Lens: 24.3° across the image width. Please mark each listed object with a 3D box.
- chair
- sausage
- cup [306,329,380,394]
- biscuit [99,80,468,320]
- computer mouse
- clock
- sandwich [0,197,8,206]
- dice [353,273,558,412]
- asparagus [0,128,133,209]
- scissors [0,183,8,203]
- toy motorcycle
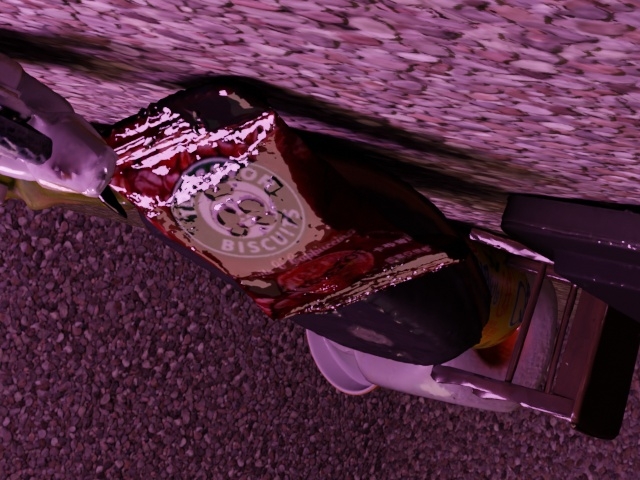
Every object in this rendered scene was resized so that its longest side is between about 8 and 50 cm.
[{"bbox_3d":[0.291,0.100,1.412,0.319,0.186,0.160,13,173,27],"label":"chair"},{"bbox_3d":[0.133,0.048,1.577,0.123,0.123,0.347,10,177,29],"label":"sausage"},{"bbox_3d":[0.128,0.103,2.069,0.264,0.182,0.226,-8,170,-39],"label":"cup"},{"bbox_3d":[-0.031,-0.016,0.950,0.151,0.063,0.235,-24,133,32],"label":"biscuit"},{"bbox_3d":[0.002,-0.004,1.138,0.183,0.116,0.323,-7,149,46],"label":"computer mouse"},{"bbox_3d":[0.303,0.049,1.119,0.279,0.049,0.273,27,171,-37],"label":"clock"},{"bbox_3d":[-0.485,-0.090,1.843,0.226,0.087,0.251,14,177,-11],"label":"sandwich"},{"bbox_3d":[0.166,0.104,1.839,0.193,0.194,0.192,12,176,-31],"label":"dice"},{"bbox_3d":[-0.249,-0.069,1.347,0.082,0.085,0.343,10,177,-34],"label":"asparagus"},{"bbox_3d":[-0.352,-0.066,1.248,0.118,0.030,0.242,16,176,11],"label":"scissors"},{"bbox_3d":[-0.205,-0.079,0.912,0.228,0.074,0.151,26,179,44],"label":"toy motorcycle"}]
